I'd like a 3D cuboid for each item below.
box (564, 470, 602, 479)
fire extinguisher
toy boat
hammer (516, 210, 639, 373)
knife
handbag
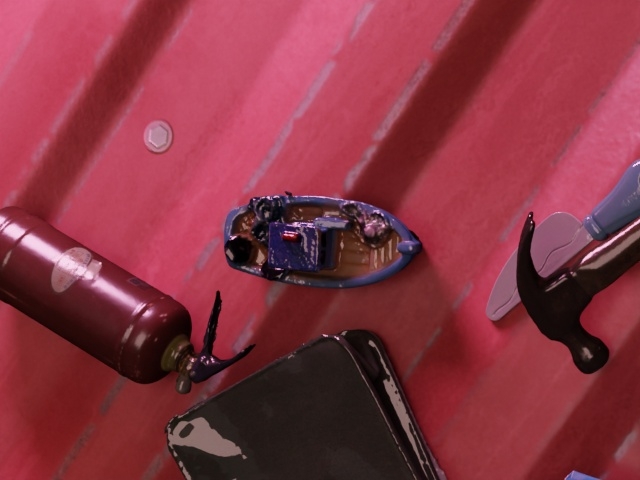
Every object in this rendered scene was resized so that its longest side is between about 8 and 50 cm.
[{"bbox_3d":[0.280,0.338,1.817,0.139,0.073,0.194,16,116,25],"label":"box"},{"bbox_3d":[-0.222,0.066,2.056,0.344,0.102,0.138,28,108,22],"label":"fire extinguisher"},{"bbox_3d":[0.000,0.000,1.965,0.223,0.097,0.100,3,94,25],"label":"toy boat"},{"bbox_3d":[0.378,-0.053,1.809,0.440,0.044,0.168,-37,105,14],"label":"hammer"},{"bbox_3d":[0.252,-0.005,1.894,0.244,0.032,0.058,-37,79,23],"label":"knife"},{"bbox_3d":[-0.007,0.249,1.976,0.247,0.079,0.260,-29,80,23],"label":"handbag"}]
